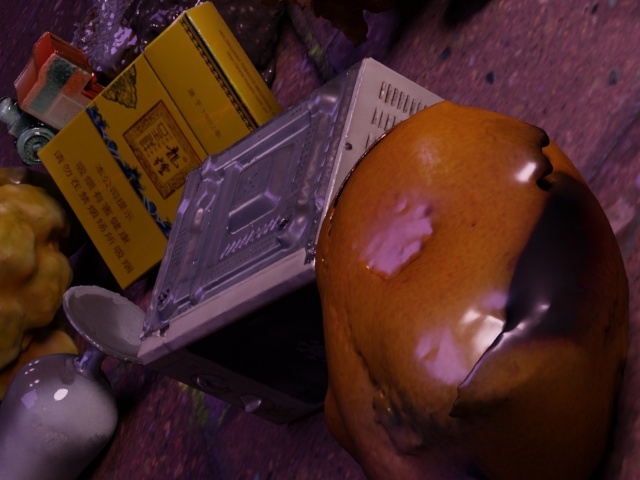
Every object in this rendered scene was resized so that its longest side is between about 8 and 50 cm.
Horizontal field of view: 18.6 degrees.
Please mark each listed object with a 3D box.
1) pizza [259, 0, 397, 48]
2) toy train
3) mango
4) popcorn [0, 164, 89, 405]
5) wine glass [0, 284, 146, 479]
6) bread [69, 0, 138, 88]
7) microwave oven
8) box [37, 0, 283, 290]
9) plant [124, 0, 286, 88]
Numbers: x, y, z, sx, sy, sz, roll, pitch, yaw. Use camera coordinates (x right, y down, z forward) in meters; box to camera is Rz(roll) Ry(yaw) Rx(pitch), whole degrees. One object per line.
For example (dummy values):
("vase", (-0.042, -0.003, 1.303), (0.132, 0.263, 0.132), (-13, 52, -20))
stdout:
("pizza", (0.059, -0.241, 1.509), (0.289, 0.081, 0.229), (-43, -12, -23))
("toy train", (-0.217, -0.108, 1.865), (0.118, 0.176, 0.074), (-53, 26, 17))
("mango", (0.084, 0.039, 1.106), (0.201, 0.152, 0.287), (-27, 38, 24))
("popcorn", (-0.361, 0.063, 1.903), (0.325, 0.321, 0.290), (118, 146, -48))
("wine glass", (-0.233, 0.157, 1.710), (0.231, 0.103, 0.103), (-56, 24, 24))
("bread", (-0.134, -0.244, 1.922), (0.416, 0.113, 0.165), (-50, 28, 24))
("microwave oven", (0.000, 0.000, 1.347), (0.240, 0.145, 0.194), (-29, 43, 53))
("box", (-0.136, -0.077, 1.713), (0.041, 0.153, 0.279), (-30, -4, -42))
("plant", (-0.109, -0.183, 1.777), (0.142, 0.131, 0.203), (-140, 64, -65))
